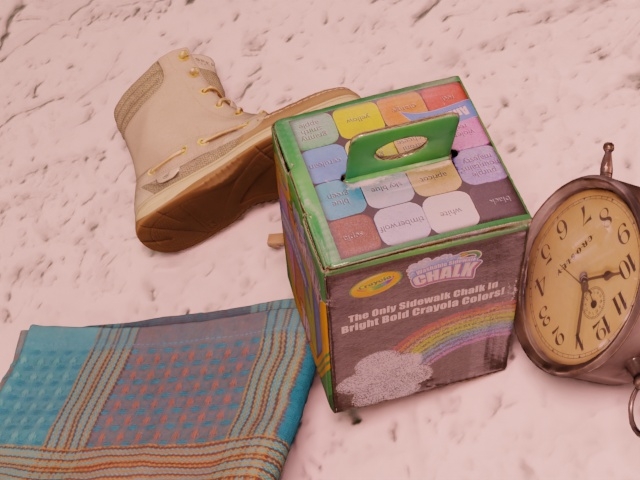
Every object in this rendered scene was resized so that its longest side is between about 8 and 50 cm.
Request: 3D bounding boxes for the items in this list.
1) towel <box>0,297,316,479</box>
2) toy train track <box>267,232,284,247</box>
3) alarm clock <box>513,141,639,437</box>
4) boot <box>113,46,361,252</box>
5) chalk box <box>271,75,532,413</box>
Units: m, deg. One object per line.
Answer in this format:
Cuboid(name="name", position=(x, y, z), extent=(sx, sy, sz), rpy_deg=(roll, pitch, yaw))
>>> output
Cuboid(name="towel", position=(-0.158, 0.176, 0.788), extent=(0.271, 0.040, 0.370), rpy_deg=(-6, 35, 22))
Cuboid(name="toy train track", position=(0.000, 0.000, 0.926), extent=(0.083, 0.014, 0.048), rpy_deg=(-4, 52, 17))
Cuboid(name="alarm clock", position=(0.185, 0.042, 0.747), extent=(0.129, 0.064, 0.192), rpy_deg=(-53, 32, 38))
Cuboid(name="boot", position=(-0.072, -0.102, 0.985), extent=(0.213, 0.077, 0.165), rpy_deg=(-28, 50, 11))
Cuboid(name="chalk box", position=(0.048, -0.010, 0.763), extent=(0.132, 0.213, 0.132), rpy_deg=(-13, 51, -8))
